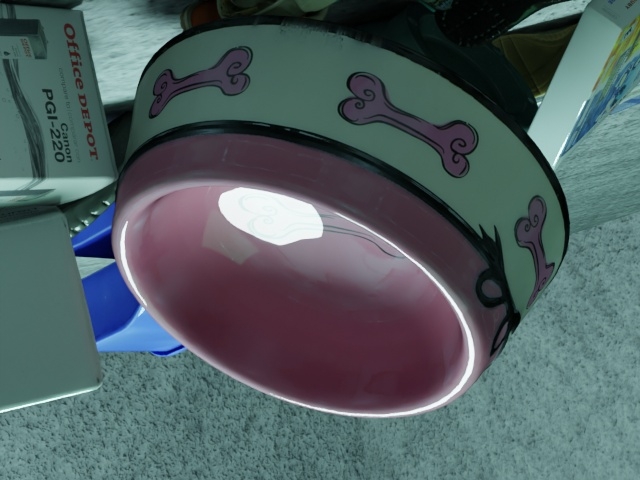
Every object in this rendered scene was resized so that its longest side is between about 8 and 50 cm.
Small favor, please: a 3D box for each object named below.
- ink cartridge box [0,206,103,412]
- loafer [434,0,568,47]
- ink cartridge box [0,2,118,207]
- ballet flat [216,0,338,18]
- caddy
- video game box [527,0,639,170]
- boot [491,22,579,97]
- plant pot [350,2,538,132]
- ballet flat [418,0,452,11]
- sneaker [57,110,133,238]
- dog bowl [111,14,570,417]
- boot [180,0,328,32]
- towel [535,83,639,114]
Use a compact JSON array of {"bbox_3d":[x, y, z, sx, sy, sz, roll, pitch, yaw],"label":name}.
[{"bbox_3d":[-0.380,0.057,1.755,0.285,0.166,0.395,-13,-170,-12],"label":"ink cartridge box"},{"bbox_3d":[0.198,-0.254,1.675,0.220,0.080,0.078,-23,-152,30],"label":"loafer"},{"bbox_3d":[-0.283,-0.110,1.530,0.092,0.158,0.218,-18,171,35],"label":"ink cartridge box"},{"bbox_3d":[-0.023,-0.222,1.496,0.086,0.086,0.248,-10,172,-23],"label":"ballet flat"},{"bbox_3d":[-0.198,0.012,2.248,0.179,0.241,0.341,-3,168,-33],"label":"caddy"},{"bbox_3d":[0.281,-0.185,1.764,0.187,0.048,0.205,-46,165,-36],"label":"video game box"},{"bbox_3d":[0.258,-0.195,2.131,0.213,0.077,0.165,-17,174,4],"label":"boot"},{"bbox_3d":[0.092,-0.111,1.861,0.196,0.293,0.293,-49,155,26],"label":"plant pot"},{"bbox_3d":[0.077,-0.243,1.595,0.070,0.070,0.188,-16,173,23],"label":"ballet flat"},{"bbox_3d":[-0.328,-0.047,2.016,0.341,0.140,0.125,-36,-171,6],"label":"sneaker"},{"bbox_3d":[0.000,0.000,1.615,0.408,0.150,0.408,16,147,11],"label":"dog bowl"},{"bbox_3d":[-0.059,-0.200,1.665,0.084,0.059,0.158,-22,177,34],"label":"boot"},{"bbox_3d":[0.387,-0.208,2.405,0.209,0.034,0.285,-21,171,35],"label":"towel"}]
